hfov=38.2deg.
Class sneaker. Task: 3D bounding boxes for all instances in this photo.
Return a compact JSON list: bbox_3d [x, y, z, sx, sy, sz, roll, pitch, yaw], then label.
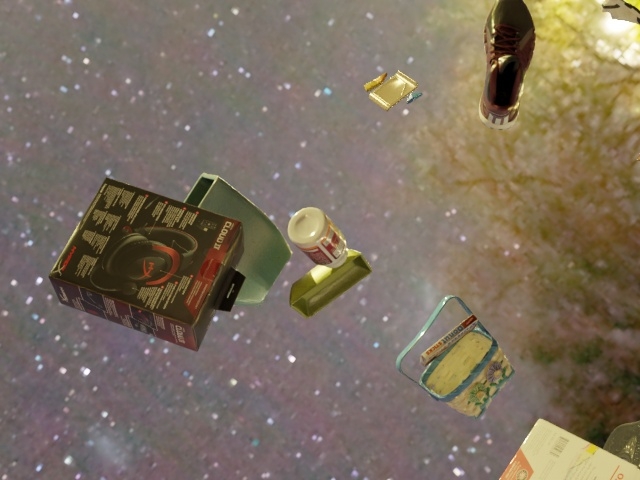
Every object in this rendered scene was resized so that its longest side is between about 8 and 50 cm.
[{"bbox_3d":[0.610,-0.457,1.861,0.109,0.044,0.040,29,-151,-13],"label":"sneaker"},{"bbox_3d":[0.622,0.405,1.623,0.178,0.124,0.295,28,170,4],"label":"sneaker"},{"bbox_3d":[0.376,-0.369,1.823,0.106,0.281,0.162,4,174,6],"label":"sneaker"}]

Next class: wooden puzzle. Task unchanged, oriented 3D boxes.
[{"bbox_3d":[0.127,-0.260,1.614,0.014,0.078,0.116,52,-177,-41],"label":"wooden puzzle"}]

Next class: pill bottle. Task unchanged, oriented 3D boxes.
[{"bbox_3d":[0.000,0.000,1.864,0.086,0.086,0.152,53,-177,32],"label":"pill bottle"}]

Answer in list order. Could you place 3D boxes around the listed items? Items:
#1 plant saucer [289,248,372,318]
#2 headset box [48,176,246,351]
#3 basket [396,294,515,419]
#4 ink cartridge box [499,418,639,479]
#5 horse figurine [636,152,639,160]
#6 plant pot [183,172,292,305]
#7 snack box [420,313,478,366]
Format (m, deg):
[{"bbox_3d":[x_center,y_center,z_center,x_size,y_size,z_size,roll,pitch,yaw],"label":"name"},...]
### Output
[{"bbox_3d":[0.016,0.087,2.018,0.045,0.188,0.188,54,-179,18],"label":"plant saucer"},{"bbox_3d":[-0.278,0.044,1.591,0.293,0.110,0.218,18,-119,8],"label":"headset box"},{"bbox_3d":[0.370,0.322,2.506,0.289,0.255,0.201,41,172,-17],"label":"basket"},{"bbox_3d":[0.366,0.348,1.286,0.198,0.115,0.067,24,158,40],"label":"ink cartridge box"},{"bbox_3d":[0.788,-0.159,2.090,0.174,0.066,0.263,58,-166,16],"label":"horse figurine"},{"bbox_3d":[-0.213,0.017,2.112,0.252,0.247,0.248,32,177,-16],"label":"plant pot"},{"bbox_3d":[0.333,0.260,2.402,0.022,0.178,0.064,48,164,22],"label":"snack box"}]
